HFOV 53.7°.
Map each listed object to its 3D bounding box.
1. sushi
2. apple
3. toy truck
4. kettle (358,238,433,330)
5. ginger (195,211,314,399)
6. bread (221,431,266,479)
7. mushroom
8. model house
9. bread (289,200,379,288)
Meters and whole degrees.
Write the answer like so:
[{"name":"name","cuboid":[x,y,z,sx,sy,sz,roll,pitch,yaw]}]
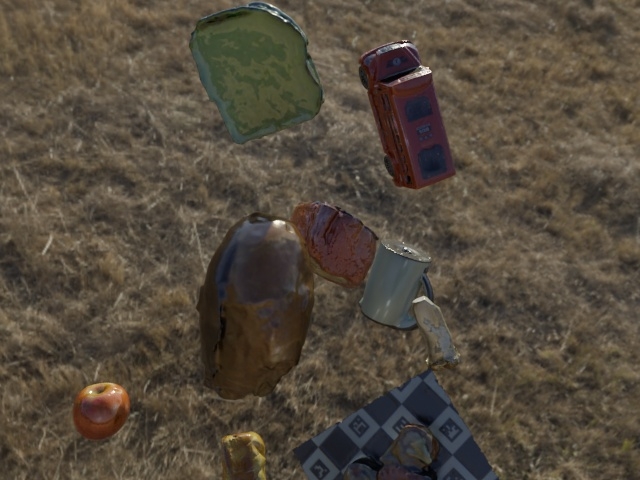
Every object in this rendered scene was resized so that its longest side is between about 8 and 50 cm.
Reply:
[{"name":"sushi","cuboid":[0.138,0.456,1.144,0.320,0.339,0.069,59,18,14]},{"name":"apple","cuboid":[-0.618,0.483,1.786,0.163,0.139,0.163,-5,13,1]},{"name":"toy truck","cuboid":[0.158,-0.223,1.123,0.107,0.253,0.114,-21,18,-9]},{"name":"kettle","cuboid":[0.236,0.145,1.861,0.221,0.236,0.161,28,17,29]},{"name":"ginger","cuboid":[-0.100,0.120,0.924,0.165,0.321,0.172,5,27,-28]},{"name":"bread","cuboid":[-0.211,0.691,1.777,0.132,0.167,0.294,-4,70,-6]},{"name":"mushroom","cuboid":[0.264,0.216,1.482,0.084,0.209,0.071,-18,23,12]},{"name":"model house","cuboid":[-0.085,-0.308,1.089,0.195,0.214,0.189,-19,18,22]},{"name":"bread","cuboid":[0.009,0.007,1.323,0.190,0.244,0.123,34,81,-20]}]
